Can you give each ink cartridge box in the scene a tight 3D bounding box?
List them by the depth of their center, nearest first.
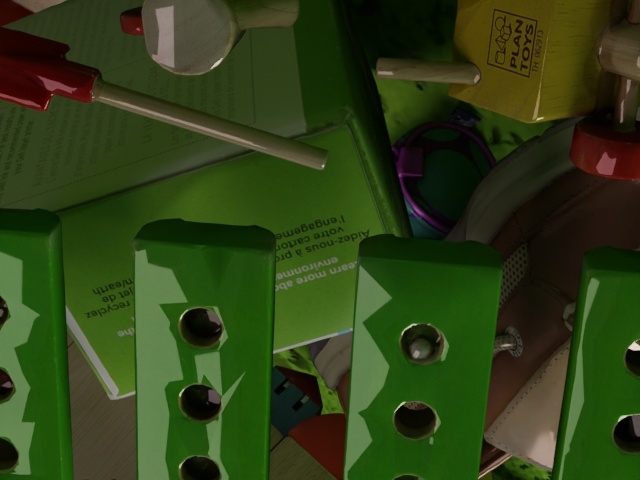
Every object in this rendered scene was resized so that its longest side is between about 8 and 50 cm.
[{"bbox_3d":[-0.101,-0.025,0.480,0.255,0.189,0.097,-18,126,8],"label":"ink cartridge box"}]

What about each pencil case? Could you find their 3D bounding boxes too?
[{"bbox_3d":[0.029,-0.017,0.591,0.070,0.064,0.152,32,155,-21],"label":"pencil case"}]

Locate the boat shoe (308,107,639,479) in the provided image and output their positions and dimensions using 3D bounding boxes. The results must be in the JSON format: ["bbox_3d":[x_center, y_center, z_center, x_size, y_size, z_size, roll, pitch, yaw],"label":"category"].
[{"bbox_3d":[0.109,0.033,0.460,0.324,0.123,0.116,-45,60,56],"label":"boat shoe"}]

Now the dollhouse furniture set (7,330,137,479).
[{"bbox_3d":[-0.238,0.174,1.091,0.362,0.256,0.394,45,172,-8],"label":"dollhouse furniture set"}]

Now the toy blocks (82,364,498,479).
[{"bbox_3d":[0.032,0.217,0.744,0.381,0.261,0.191,40,153,14],"label":"toy blocks"}]

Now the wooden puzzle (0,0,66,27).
[{"bbox_3d":[-0.260,-0.185,0.674,0.322,0.080,0.348,30,150,16],"label":"wooden puzzle"}]

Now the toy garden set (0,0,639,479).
[{"bbox_3d":[0.000,0.000,0.354,0.244,0.049,0.204,4,112,4],"label":"toy garden set"}]
